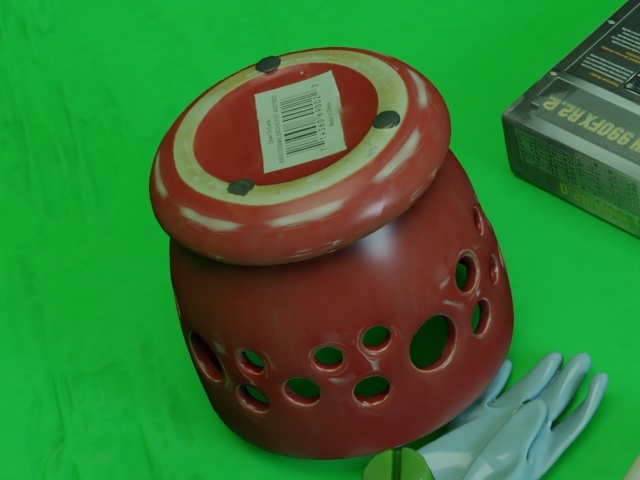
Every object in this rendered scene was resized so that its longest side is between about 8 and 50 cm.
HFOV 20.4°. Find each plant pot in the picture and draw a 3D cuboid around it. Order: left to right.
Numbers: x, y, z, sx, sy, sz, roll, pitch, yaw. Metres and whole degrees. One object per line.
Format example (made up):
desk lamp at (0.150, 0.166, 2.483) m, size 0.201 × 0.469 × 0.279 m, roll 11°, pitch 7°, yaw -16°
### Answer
plant pot at (0.000, 0.000, 1.004) m, size 0.191 × 0.174 × 0.191 m, roll -13°, pitch 39°, yaw 11°

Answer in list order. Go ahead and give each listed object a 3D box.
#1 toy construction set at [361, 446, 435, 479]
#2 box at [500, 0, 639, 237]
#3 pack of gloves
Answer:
toy construction set at (-0.057, 0.210, 0.721) m, size 0.309 × 0.237 × 0.257 m, roll -28°, pitch 48°, yaw -5°
box at (0.256, -0.070, 1.084) m, size 0.231 × 0.056 × 0.183 m, roll 30°, pitch 61°, yaw 37°
pack of gloves at (0.113, 0.156, 0.931) m, size 0.232 × 0.046 × 0.195 m, roll -40°, pitch 37°, yaw -25°
